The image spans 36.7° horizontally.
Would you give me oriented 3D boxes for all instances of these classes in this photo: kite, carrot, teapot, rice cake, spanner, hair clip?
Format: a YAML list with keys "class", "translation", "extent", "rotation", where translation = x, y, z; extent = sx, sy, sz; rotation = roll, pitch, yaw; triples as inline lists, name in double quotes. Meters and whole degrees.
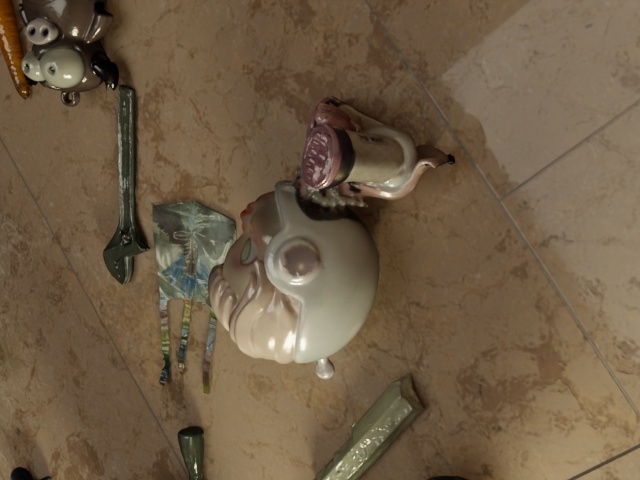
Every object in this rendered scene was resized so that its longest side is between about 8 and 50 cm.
- class: "kite"
  translation: [-0.201, 0.092, 1.526]
  extent: [0.169, 0.015, 0.310]
  rotation: [5, 100, 31]
- class: "carrot"
  translation: [-0.541, -0.365, 1.639]
  extent: [0.061, 0.061, 0.257]
  rotation: [-16, 92, 33]
- class: "teapot"
  translation: [-0.205, 0.360, 1.559]
  extent: [0.043, 0.043, 0.111]
  rotation: [1, 101, 32]
- class: "rice cake"
  translation: [0.059, 0.293, 1.376]
  extent: [0.256, 0.052, 0.057]
  rotation: [-53, 41, 27]
- class: "spanner"
  translation: [-0.315, -0.088, 1.563]
  extent: [0.093, 0.026, 0.325]
  rotation: [7, 100, 32]
- class: "hair clip"
  translation: [-0.534, 0.561, 1.798]
  extent: [0.083, 0.048, 0.275]
  rotation: [7, 103, 27]

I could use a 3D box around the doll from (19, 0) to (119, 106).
- class: "doll"
  translation: [-0.399, -0.340, 1.517]
  extent: [0.182, 0.117, 0.257]
  rotation: [10, 101, 25]

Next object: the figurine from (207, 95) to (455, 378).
- class: "figurine"
  translation: [-0.002, 0.002, 1.256]
  extent: [0.211, 0.253, 0.361]
  rotation: [32, 107, 6]

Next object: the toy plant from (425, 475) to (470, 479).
- class: "toy plant"
  translation: [0.099, 0.473, 1.309]
  extent: [0.279, 0.185, 0.400]
  rotation: [49, 134, 23]
